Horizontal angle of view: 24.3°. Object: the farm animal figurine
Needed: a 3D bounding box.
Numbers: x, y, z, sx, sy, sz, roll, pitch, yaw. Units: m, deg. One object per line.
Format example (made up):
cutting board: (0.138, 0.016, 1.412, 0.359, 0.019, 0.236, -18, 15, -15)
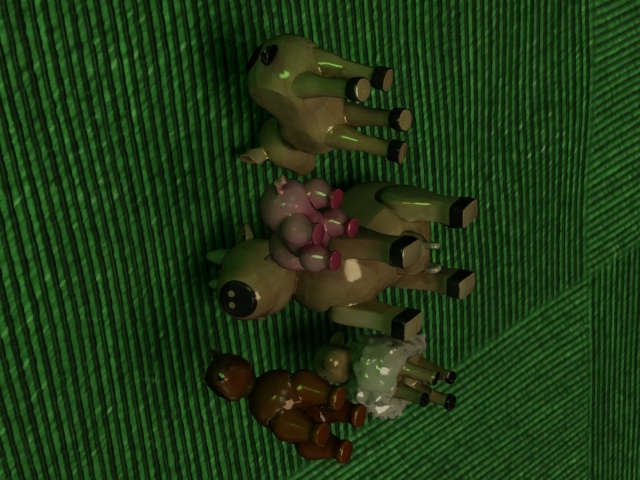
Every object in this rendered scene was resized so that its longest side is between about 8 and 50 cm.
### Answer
farm animal figurine: (0.000, 0.000, 1.231, 0.327, 0.172, 0.330, -4, 106, -58)
